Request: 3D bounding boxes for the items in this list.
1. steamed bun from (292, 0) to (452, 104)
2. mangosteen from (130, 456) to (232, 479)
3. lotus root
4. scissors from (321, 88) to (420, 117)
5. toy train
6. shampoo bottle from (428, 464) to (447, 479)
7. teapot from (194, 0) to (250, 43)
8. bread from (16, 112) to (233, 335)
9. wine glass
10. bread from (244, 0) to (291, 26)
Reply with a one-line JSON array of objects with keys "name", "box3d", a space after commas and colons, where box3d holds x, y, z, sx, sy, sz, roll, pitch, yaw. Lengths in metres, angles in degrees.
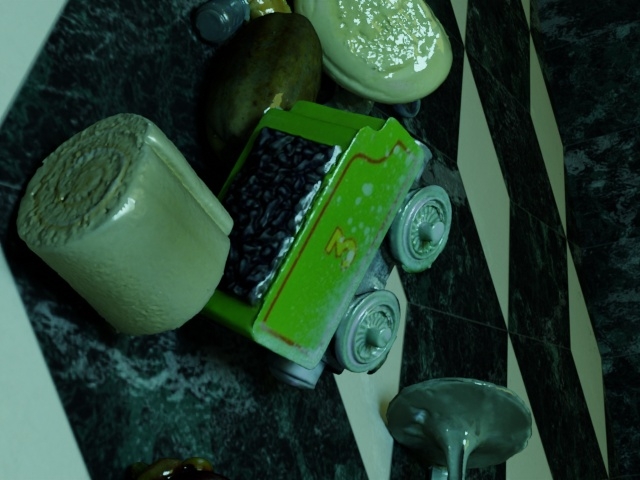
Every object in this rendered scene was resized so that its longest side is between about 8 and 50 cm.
[{"name": "steamed bun", "box3d": [0.062, -0.299, 1.240, 0.273, 0.166, 0.232, 48, 4, -16]}, {"name": "mangosteen", "box3d": [-0.125, 0.246, 0.747, 0.140, 0.140, 0.140, 34, 49, -51]}, {"name": "lotus root", "box3d": [-0.065, -0.184, 1.026, 0.123, 0.124, 0.241, 62, 31, -48]}, {"name": "scissors", "box3d": [0.069, -0.238, 1.391, 0.256, 0.029, 0.383, 56, 34, -26]}, {"name": "toy train", "box3d": [0.000, 0.000, 0.933, 0.249, 0.173, 0.307, 38, 77, -49]}, {"name": "shampoo bottle", "box3d": [0.180, 0.440, 1.266, 0.072, 0.049, 0.212, 41, 43, -41]}, {"name": "teapot", "box3d": [-0.127, -0.275, 1.049, 0.083, 0.063, 0.049, -61, 162, -55]}, {"name": "bread", "box3d": [-0.168, -0.012, 0.755, 0.141, 0.134, 0.148, 54, 47, -42]}, {"name": "wine glass", "box3d": [0.166, 0.387, 1.069, 0.267, 0.267, 0.406, 58, 29, -30]}, {"name": "bread", "box3d": [-0.067, -0.289, 1.145, 0.132, 0.053, 0.074, 66, 30, -22]}]
